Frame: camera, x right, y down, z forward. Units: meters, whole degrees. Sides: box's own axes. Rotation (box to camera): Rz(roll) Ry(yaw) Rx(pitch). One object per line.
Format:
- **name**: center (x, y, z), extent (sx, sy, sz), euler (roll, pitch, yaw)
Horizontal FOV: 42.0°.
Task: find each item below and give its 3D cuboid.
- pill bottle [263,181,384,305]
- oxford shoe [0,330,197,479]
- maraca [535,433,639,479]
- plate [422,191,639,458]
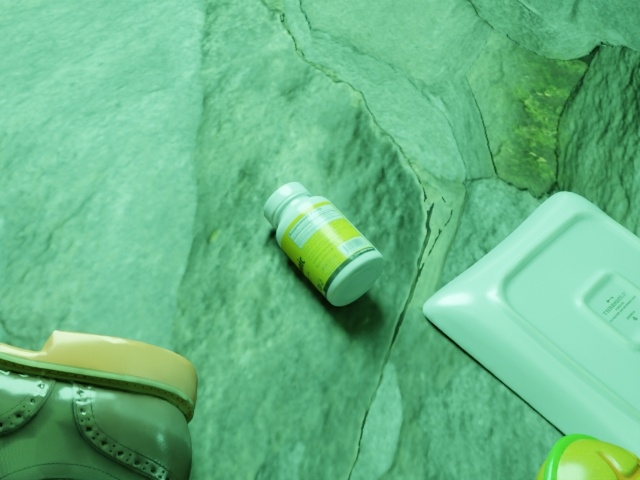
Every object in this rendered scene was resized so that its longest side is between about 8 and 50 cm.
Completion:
- **pill bottle**: center (0.000, 0.000, 0.775), extent (0.065, 0.065, 0.116), euler (-24, 60, -33)
- **oxford shoe**: center (-0.262, 0.129, 0.539), extent (0.363, 0.130, 0.133), euler (5, 54, -13)
- **maraca**: center (0.230, 0.226, 0.626), extent (0.185, 0.099, 0.127), euler (44, 47, -12)
- **plate**: center (0.284, 0.077, 0.809), extent (0.278, 0.045, 0.277), euler (41, 50, 19)
